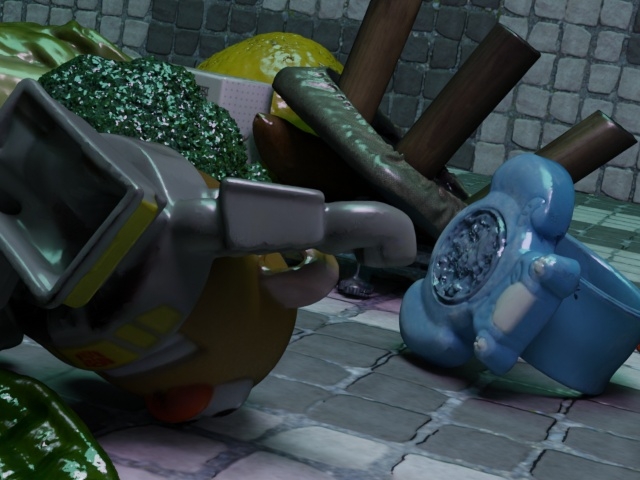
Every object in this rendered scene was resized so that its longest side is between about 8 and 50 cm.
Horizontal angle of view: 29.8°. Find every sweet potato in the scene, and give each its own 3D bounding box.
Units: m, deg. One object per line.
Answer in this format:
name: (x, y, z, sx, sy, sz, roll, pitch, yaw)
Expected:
sweet potato: (0.034, -0.059, 1.483, 0.341, 0.092, 0.114, 33, -18, -26)

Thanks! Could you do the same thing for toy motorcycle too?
toy motorcycle: (0.002, 0.000, 1.375, 0.296, 0.109, 0.198, 14, -4, -10)

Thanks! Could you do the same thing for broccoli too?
broccoli: (-0.181, -0.035, 1.087, 0.294, 0.265, 0.245, 19, -24, 15)

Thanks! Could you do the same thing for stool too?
stool: (0.149, -0.143, 1.381, 0.310, 0.226, 0.310, 28, 13, -42)

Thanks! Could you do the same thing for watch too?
watch: (0.200, 0.053, 1.060, 0.193, 0.211, 0.211, 25, 0, -29)

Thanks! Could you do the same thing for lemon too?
lemon: (-0.079, -0.141, 1.623, 0.310, 0.258, 0.258, -18, 0, 19)

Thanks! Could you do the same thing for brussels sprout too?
brussels sprout: (-0.312, -0.124, 1.315, 0.328, 0.247, 0.328, -4, -7, 0)

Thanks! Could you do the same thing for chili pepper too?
chili pepper: (-0.167, 0.105, 0.628, 0.072, 0.073, 0.204, -12, 18, -30)

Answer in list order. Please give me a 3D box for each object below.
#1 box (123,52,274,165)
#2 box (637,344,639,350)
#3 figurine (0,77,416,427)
box: (-0.217, -0.120, 1.510, 0.330, 0.210, 0.095, 18, 12, 41)
box: (0.385, 0.109, 1.229, 0.100, 0.048, 0.152, 11, 7, -2)
figurine: (-0.119, 0.021, 0.751, 0.342, 0.167, 0.285, 10, -11, 30)
